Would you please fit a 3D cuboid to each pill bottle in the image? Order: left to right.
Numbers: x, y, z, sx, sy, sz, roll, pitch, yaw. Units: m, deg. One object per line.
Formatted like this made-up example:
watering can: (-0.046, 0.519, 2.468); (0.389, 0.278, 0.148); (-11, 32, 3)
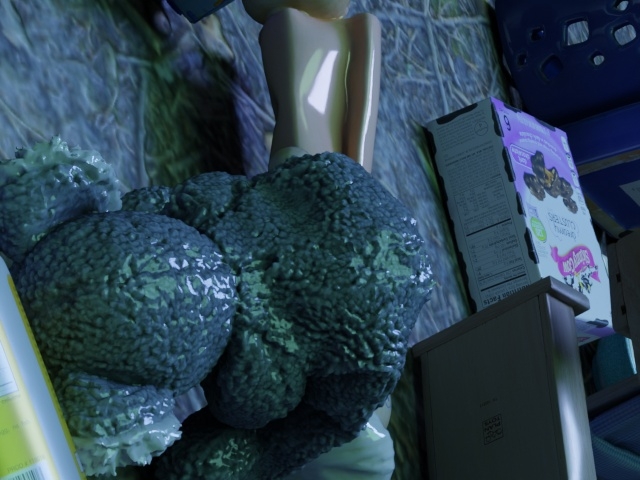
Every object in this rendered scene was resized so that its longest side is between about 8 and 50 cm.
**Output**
pill bottle: (-0.175, 0.063, 0.766); (0.103, 0.103, 0.184); (-16, 85, -63)

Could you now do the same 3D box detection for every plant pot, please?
plant pot: (0.328, -0.140, 1.712); (0.236, 0.236, 0.212); (36, 46, -47)

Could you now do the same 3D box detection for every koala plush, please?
koala plush: (-0.076, 0.033, 0.903); (0.221, 0.203, 0.196); (4, 66, -48)

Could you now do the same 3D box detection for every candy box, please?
candy box: (0.180, -0.009, 1.508); (0.165, 0.070, 0.196); (15, 57, -58)

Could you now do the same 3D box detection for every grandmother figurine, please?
grandmother figurine: (0.000, 0.000, 1.110); (0.208, 0.104, 0.342); (47, 36, -65)

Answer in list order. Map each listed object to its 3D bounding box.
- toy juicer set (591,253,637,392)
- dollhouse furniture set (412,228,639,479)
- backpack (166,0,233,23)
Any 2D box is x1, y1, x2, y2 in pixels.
toy juicer set: (0.324, 0.119, 1.659); (0.209, 0.089, 0.329); (-12, 80, -63)
dollhouse furniture set: (0.260, 0.168, 1.285); (0.303, 0.286, 0.198); (26, 47, -37)
backpack: (-0.082, -0.250, 1.117); (0.173, 0.158, 0.117); (50, 48, -18)
